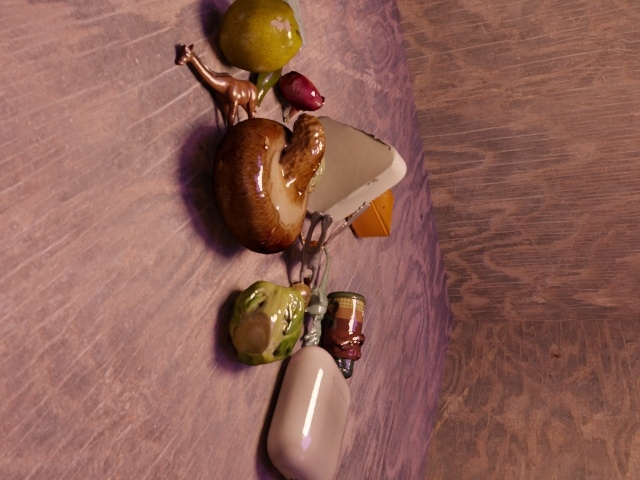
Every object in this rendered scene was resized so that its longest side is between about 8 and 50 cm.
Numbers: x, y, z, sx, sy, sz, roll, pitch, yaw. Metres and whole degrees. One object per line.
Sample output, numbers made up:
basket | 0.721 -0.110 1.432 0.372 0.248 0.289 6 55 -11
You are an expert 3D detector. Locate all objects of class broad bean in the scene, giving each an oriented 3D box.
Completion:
broad bean | -0.134 -0.507 1.595 0.077 0.062 0.338 41 48 -50

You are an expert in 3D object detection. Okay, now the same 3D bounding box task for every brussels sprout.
brussels sprout | -0.128 0.201 1.375 0.223 0.161 0.223 -47 148 -41

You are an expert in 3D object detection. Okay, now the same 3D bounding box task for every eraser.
eraser | 0.066 -0.254 1.837 0.150 0.332 0.330 25 63 -66

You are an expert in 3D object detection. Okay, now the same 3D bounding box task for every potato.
potato | -0.078 0.175 1.592 0.138 0.070 0.091 -51 136 -36

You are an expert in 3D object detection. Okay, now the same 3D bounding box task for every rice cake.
rice cake | -0.087 -0.692 1.768 0.085 0.040 0.226 -52 132 -59

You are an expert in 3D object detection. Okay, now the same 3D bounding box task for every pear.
pear | -0.146 -0.500 1.396 0.198 0.198 0.198 -4 90 -67

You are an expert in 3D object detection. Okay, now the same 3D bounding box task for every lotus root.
lotus root | -0.039 -0.209 1.720 0.143 0.070 0.144 -15 101 -51

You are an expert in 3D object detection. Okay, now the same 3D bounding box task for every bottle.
bottle | 0.075 0.304 1.850 0.156 0.143 0.271 42 50 -59

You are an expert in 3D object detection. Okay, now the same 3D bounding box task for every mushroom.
mushroom | -0.129 -0.129 1.366 0.345 0.239 0.344 -11 105 -44

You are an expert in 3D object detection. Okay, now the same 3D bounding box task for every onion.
onion | -0.070 -0.407 1.687 0.140 0.150 0.150 -52 154 4

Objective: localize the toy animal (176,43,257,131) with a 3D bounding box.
toy animal | -0.231 -0.347 1.343 0.224 0.067 0.229 -31 126 -44

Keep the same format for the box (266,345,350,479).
box | -0.024 0.487 1.580 0.288 0.141 0.348 63 32 -41

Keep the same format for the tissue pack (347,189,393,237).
tissue pack | 0.164 -0.164 2.148 0.274 0.146 0.194 59 36 -48

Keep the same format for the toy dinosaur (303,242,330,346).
toy dinosaur | -0.009 0.135 1.773 0.129 0.076 0.382 63 34 -55

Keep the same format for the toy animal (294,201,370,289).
toy animal | -0.005 0.020 1.602 0.284 0.225 0.301 -73 178 -68
